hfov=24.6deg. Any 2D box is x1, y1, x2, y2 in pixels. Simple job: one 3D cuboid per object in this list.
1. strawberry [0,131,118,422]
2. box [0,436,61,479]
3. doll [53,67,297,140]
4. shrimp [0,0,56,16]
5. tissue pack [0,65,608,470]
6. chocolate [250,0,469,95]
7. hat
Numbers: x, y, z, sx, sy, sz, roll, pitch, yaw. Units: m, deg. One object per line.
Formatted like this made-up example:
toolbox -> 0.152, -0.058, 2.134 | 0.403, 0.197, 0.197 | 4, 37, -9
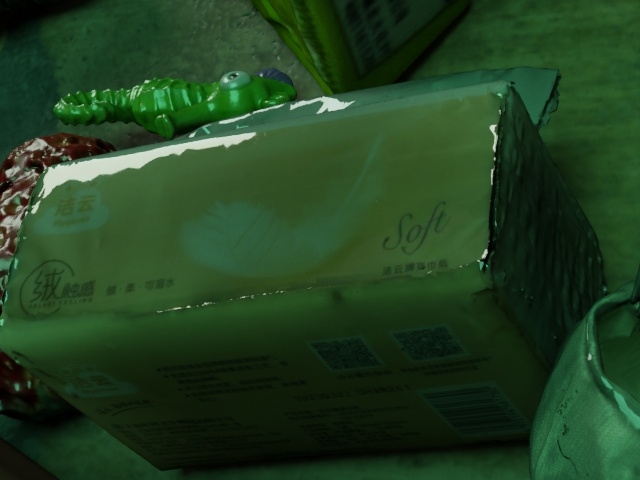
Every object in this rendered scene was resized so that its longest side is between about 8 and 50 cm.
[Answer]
strawberry -> -0.208, 0.008, 1.060 | 0.190, 0.111, 0.237 | -18, 58, 21
box -> -0.270, 0.273, 0.881 | 0.229, 0.239, 0.339 | 23, 78, 32
doll -> -0.104, -0.097, 1.063 | 0.190, 0.115, 0.050 | 1, 102, 26
shrimp -> -0.345, -0.248, 1.264 | 0.372, 0.137, 0.172 | -1, 28, 19
tissue pack -> 0.000, 0.000, 0.894 | 0.305, 0.238, 0.239 | -8, 62, 25
chocolate -> -0.031, -0.284, 1.010 | 0.137, 0.301, 0.289 | -32, 54, -7
hat -> 0.218, 0.075, 0.776 | 0.161, 0.232, 0.275 | -27, 27, 58
